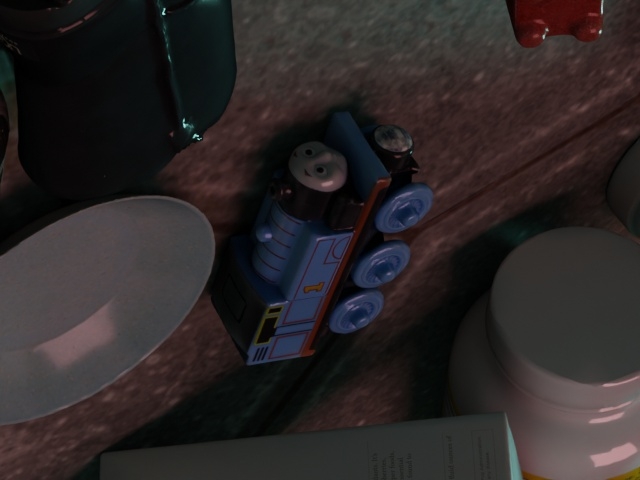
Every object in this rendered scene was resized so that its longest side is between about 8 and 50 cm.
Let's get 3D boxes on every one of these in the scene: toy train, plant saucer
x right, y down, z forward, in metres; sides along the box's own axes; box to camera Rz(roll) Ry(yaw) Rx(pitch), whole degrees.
[{"bbox_3d":[0.000,0.000,1.234,0.105,0.080,0.184,-10,142,-31],"label":"toy train"},{"bbox_3d":[-0.154,0.032,1.144,0.195,0.037,0.195,-28,151,-17],"label":"plant saucer"}]

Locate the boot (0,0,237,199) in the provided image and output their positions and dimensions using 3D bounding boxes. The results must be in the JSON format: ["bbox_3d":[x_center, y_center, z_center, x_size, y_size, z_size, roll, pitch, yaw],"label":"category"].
[{"bbox_3d":[-0.064,-0.144,0.934,0.246,0.094,0.207,-45,164,-15],"label":"boot"}]

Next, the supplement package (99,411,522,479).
[{"bbox_3d":[0.003,0.245,1.370,0.293,0.178,0.175,-6,152,8],"label":"supplement package"}]

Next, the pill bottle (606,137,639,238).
[{"bbox_3d":[0.353,0.027,1.463,0.162,0.278,0.162,-28,151,-17],"label":"pill bottle"}]

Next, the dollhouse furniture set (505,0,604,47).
[{"bbox_3d":[0.260,-0.183,1.204,0.374,0.152,0.201,15,143,-28],"label":"dollhouse furniture set"}]

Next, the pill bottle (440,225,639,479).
[{"bbox_3d":[0.190,0.140,1.540,0.188,0.188,0.334,-27,150,-19],"label":"pill bottle"}]

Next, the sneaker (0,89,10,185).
[{"bbox_3d":[-0.200,0.002,0.998,0.084,0.083,0.215,-12,141,-36],"label":"sneaker"}]
